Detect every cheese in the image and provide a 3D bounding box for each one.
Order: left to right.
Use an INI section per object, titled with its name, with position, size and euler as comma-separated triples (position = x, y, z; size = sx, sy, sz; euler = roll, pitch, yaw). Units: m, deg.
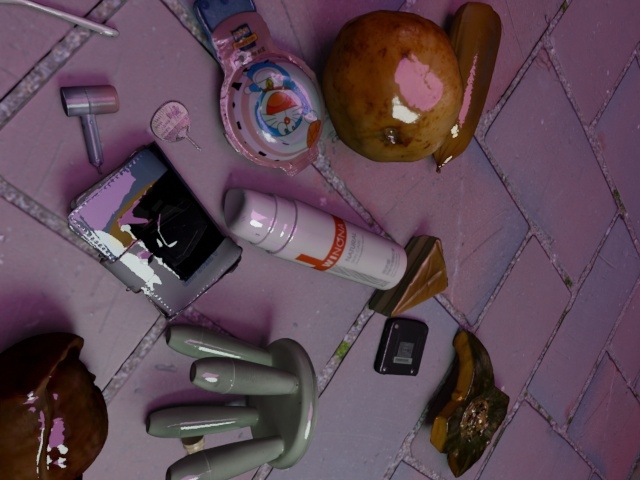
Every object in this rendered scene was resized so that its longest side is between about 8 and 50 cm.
[cheese]
position = -0.086, -0.234, 0.703
size = 0.189, 0.074, 0.286
euler = -38, 116, -25

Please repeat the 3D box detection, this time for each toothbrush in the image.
[toothbrush]
position = -0.349, -0.278, 0.552
size = 0.204, 0.017, 0.022
euler = 7, 114, -34

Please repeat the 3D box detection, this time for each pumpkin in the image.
[pumpkin]
position = 0.350, 0.401, 1.101
size = 0.258, 0.095, 0.290
euler = -49, 125, -21

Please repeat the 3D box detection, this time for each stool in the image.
[stool]
position = -0.132, 0.236, 0.692
size = 0.198, 0.195, 0.195
euler = 15, 91, -31

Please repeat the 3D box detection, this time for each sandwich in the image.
[sandwich]
position = 0.168, 0.067, 0.928
size = 0.163, 0.079, 0.114
euler = -21, 108, -28

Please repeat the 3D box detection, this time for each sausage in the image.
[sausage]
position = 0.279, -0.297, 0.921
size = 0.112, 0.112, 0.328
euler = 10, 95, -35

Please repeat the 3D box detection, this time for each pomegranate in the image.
[pomegranate]
position = 0.114, -0.243, 0.749
size = 0.248, 0.248, 0.248
euler = -7, 103, -33

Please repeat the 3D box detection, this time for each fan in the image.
[fan]
position = -0.205, -0.170, 0.676
size = 0.080, 0.003, 0.060
euler = 12, 93, -35

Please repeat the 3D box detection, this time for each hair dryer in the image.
[hair dryer]
position = -0.294, -0.143, 0.607
size = 0.063, 0.037, 0.114
euler = -15, 114, -32

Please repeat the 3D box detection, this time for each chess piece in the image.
[chess piece]
position = -0.202, 0.361, 0.762
size = 0.035, 0.035, 0.092
euler = -17, 112, -30

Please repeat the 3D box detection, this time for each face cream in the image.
[face cream]
position = 0.000, 0.000, 0.788
size = 0.345, 0.102, 0.102
euler = 19, 88, -36

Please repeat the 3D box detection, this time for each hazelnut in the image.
[hazelnut]
position = -0.335, 0.212, 0.557
size = 0.160, 0.170, 0.202
euler = 17, 99, -36

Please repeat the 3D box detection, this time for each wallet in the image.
[wallet]
position = -0.224, -0.004, 0.657
size = 0.170, 0.069, 0.231
euler = -47, 122, -23

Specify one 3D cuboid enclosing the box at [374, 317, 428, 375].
[box]
position = 0.178, 0.230, 0.994
size = 0.126, 0.027, 0.125
euler = 15, 90, -35
